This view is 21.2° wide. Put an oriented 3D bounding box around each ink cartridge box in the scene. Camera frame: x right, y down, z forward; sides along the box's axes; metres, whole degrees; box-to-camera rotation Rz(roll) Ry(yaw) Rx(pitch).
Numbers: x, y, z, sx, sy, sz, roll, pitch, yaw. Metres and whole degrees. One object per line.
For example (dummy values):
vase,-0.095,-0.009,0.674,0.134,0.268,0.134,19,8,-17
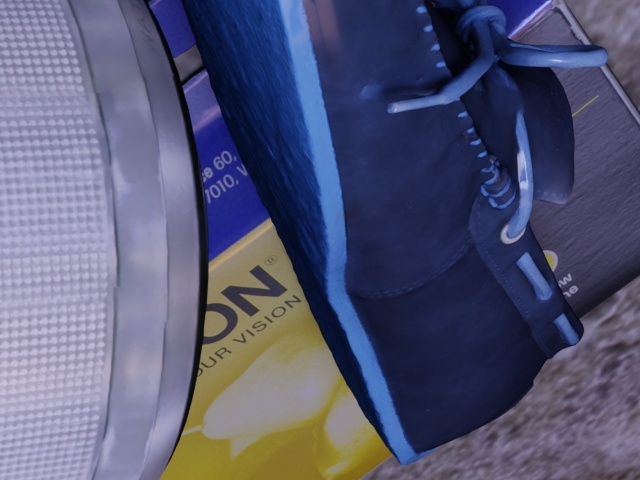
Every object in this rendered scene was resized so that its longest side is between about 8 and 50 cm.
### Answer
ink cartridge box,0.000,0.000,0.779,0.304,0.072,0.307,-36,145,10

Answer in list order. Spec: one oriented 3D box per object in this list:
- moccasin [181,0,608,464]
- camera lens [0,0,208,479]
moccasin,0.032,-0.043,0.630,0.117,0.137,0.342,-28,150,-5
camera lens,-0.187,0.004,0.530,0.274,0.219,0.219,-5,137,-30
